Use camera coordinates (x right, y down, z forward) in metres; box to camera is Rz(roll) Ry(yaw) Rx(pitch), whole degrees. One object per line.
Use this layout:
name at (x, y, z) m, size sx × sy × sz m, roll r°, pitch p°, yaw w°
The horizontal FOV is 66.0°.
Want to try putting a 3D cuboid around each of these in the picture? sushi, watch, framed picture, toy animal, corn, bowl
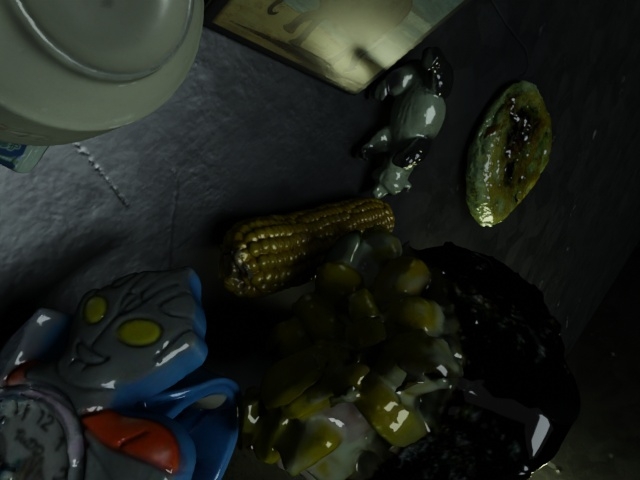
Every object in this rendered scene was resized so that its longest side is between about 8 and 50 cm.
sushi at (0.076, 0.133, 0.593) m, size 0.328 × 0.286 × 0.328 m, roll -55°, pitch -164°, yaw 45°
watch at (-0.190, 0.182, 0.489) m, size 0.305 × 0.242 × 0.274 m, roll -58°, pitch 157°, yaw -18°
framed picture at (0.080, -0.289, 0.490) m, size 0.347 × 0.016 × 0.265 m, roll -33°, pitch 155°, yaw 33°
toy animal at (0.126, -0.166, 0.735) m, size 0.121 × 0.094 × 0.225 m, roll -4°, pitch 112°, yaw -57°
corn at (-0.003, 0.003, 0.668) m, size 0.313 × 0.102 × 0.101 m, roll -14°, pitch 119°, yaw -45°
bowl at (-0.175, -0.176, 0.339) m, size 0.238 × 0.126 × 0.237 m, roll -23°, pitch 121°, yaw -46°

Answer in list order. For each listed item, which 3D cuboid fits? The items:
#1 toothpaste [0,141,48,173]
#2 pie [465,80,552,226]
toothpaste at (-0.289, -0.103, 0.346) m, size 0.057 × 0.035 × 0.197 m, roll -52°, pitch 143°, yaw 9°
pie at (0.407, -0.182, 1.051) m, size 0.323 × 0.071 × 0.322 m, roll -23°, pitch 124°, yaw -39°
